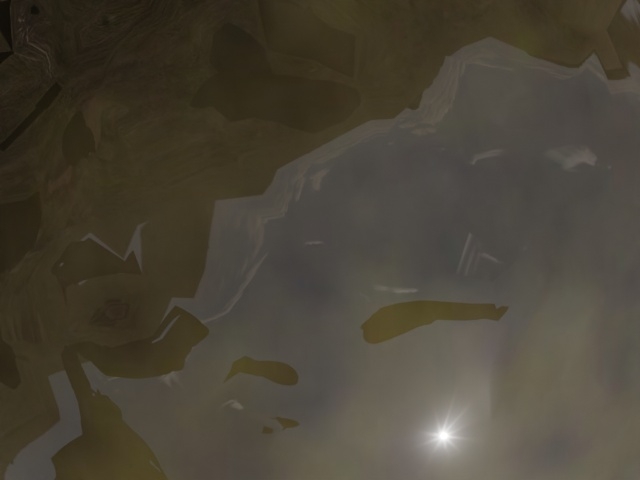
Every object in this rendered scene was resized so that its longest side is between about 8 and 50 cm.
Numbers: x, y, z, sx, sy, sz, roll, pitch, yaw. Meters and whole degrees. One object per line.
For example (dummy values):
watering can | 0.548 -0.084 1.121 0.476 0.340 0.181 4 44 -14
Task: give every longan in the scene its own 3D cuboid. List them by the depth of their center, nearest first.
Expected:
longan | 0.000 0.000 0.492 0.391 0.391 0.391 -31 165 -9
